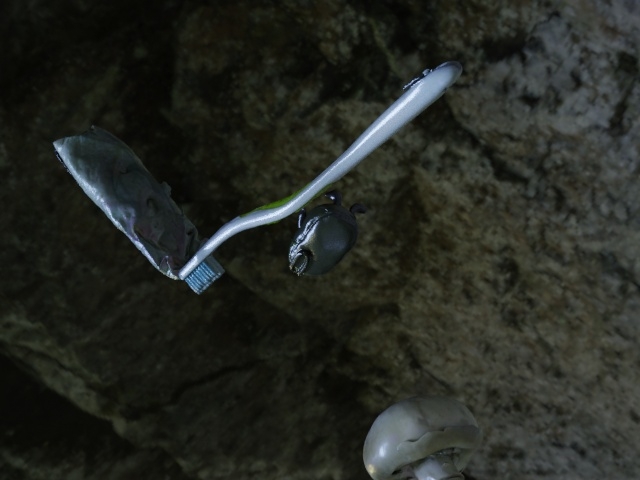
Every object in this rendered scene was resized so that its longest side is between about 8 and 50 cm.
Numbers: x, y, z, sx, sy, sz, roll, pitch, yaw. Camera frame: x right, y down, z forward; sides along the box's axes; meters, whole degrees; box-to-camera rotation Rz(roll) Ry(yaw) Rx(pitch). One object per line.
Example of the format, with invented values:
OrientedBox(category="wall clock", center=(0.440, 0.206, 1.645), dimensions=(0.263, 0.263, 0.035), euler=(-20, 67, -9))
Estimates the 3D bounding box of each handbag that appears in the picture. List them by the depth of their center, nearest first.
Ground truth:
OrientedBox(category="handbag", center=(0.000, 0.000, 0.927), dimensions=(0.111, 0.072, 0.047), euler=(-54, 11, 34))

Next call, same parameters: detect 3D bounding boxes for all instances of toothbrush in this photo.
OrientedBox(category="toothbrush", center=(-0.013, -0.034, 0.524), dimensions=(0.263, 0.026, 0.022), euler=(-38, 4, 38))

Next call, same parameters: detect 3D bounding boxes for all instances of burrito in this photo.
OrientedBox(category="burrito", center=(-0.270, -0.060, 1.219), dimensions=(0.096, 0.309, 0.066), euler=(-34, -23, -29))

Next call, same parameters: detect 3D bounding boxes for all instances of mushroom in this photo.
OrientedBox(category="mushroom", center=(0.131, 0.266, 1.066), dimensions=(0.154, 0.122, 0.154), euler=(-15, -40, -13))
